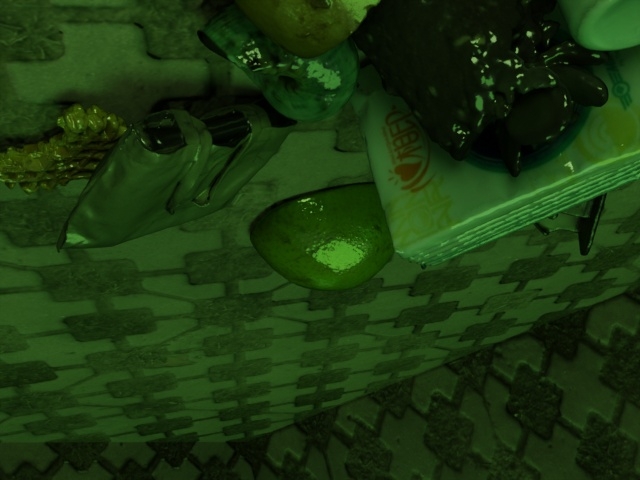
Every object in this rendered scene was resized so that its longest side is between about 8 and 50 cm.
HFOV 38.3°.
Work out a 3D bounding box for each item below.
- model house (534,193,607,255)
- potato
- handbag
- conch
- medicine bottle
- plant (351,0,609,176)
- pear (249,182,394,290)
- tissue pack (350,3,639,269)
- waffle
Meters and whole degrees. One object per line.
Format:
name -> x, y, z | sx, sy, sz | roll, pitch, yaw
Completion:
model house -> 0.374, -0.124, 1.657 | 0.278, 0.218, 0.205 | 14, -156, 7
potato -> -0.035, -0.288, 0.890 | 0.158, 0.178, 0.203 | 18, 169, -30
handbag -> -0.194, -0.099, 1.272 | 0.315, 0.109, 0.253 | -20, 164, -44
conch -> -0.039, -0.221, 1.098 | 0.175, 0.122, 0.188 | 10, 166, 17
medicine bottle -> 0.286, -0.317, 0.935 | 0.139, 0.225, 0.139 | -14, 158, -5
plant -> 0.183, -0.211, 1.030 | 0.188, 0.276, 0.199 | -41, 170, -29
pear -> -0.002, 0.005, 1.695 | 0.239, 0.139, 0.288 | 15, 143, -39
tissue pack -> 0.250, -0.165, 1.208 | 0.388, 0.287, 0.162 | -24, 156, 23
waffle -> -0.345, -0.122, 1.221 | 0.194, 0.051, 0.149 | -22, 161, 14
